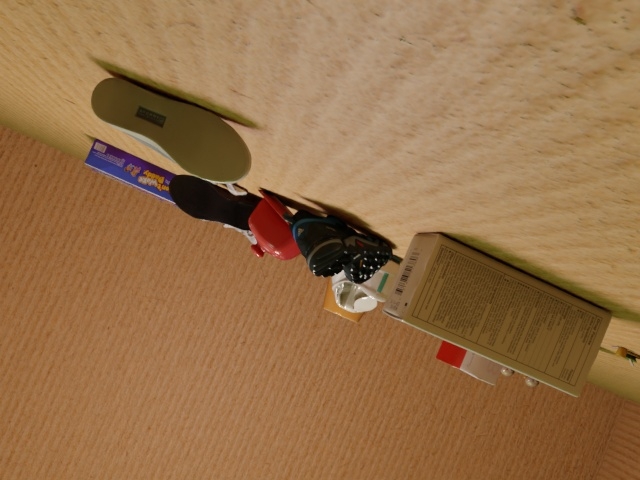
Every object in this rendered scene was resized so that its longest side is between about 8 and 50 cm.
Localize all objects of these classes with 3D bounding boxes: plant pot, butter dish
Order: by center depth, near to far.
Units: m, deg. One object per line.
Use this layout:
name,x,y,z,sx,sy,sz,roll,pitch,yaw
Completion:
butter dish,-0.097,-0.011,1.415,0.160,0.118,0.160,48,180,13
plant pot,0.102,0.164,2.219,0.205,0.188,0.205,23,176,2

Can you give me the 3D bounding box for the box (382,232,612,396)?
box,0.273,0.114,1.043,0.311,0.148,0.121,25,176,-9

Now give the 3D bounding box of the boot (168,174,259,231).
boot,-0.221,-0.091,1.683,0.264,0.096,0.280,15,-176,9

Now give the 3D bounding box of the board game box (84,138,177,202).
board game box,-0.510,-0.180,1.988,0.347,0.078,0.233,24,175,-12

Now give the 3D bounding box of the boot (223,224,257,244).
boot,-0.241,-0.047,2.056,0.123,0.095,0.258,18,178,-17

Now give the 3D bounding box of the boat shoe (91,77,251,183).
boat shoe,-0.183,-0.142,0.858,0.227,0.079,0.081,28,-175,9

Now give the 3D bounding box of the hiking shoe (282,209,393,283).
hiking shoe,0.049,0.003,1.334,0.132,0.113,0.304,54,-164,23

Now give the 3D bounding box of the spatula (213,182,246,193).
spatula,-0.241,-0.144,1.449,0.168,0.019,0.242,29,176,-2

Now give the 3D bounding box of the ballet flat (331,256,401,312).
ballet flat,0.097,0.122,1.712,0.139,0.139,0.400,24,166,-8

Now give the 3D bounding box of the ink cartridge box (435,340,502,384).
ink cartridge box,0.409,0.254,1.706,0.066,0.189,0.232,19,173,43

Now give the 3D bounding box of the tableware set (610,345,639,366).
tableware set,0.701,0.266,1.417,0.154,0.024,0.104,23,175,5

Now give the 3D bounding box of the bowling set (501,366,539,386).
bowling set,0.646,0.369,2.077,0.287,0.154,0.200,24,176,-17
